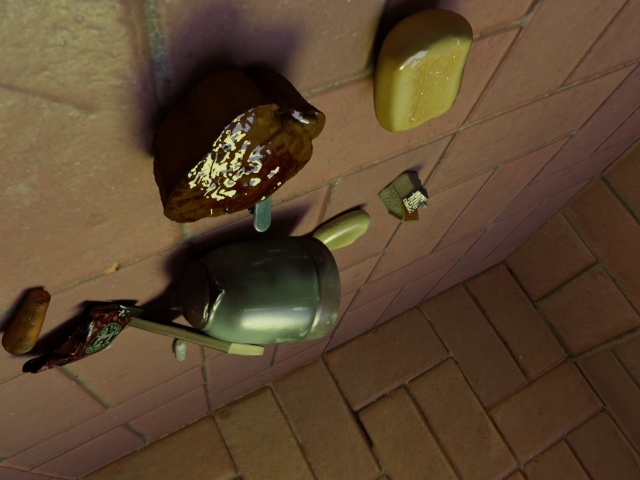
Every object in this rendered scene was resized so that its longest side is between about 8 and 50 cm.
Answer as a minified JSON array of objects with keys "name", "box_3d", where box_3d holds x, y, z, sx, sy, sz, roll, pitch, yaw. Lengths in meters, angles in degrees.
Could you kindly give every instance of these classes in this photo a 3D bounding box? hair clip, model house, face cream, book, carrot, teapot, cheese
[{"name":"hair clip","box_3d":[-0.087,-0.113,0.977,0.039,0.070,0.229,-13,148,-33]},{"name":"model house","box_3d":[0.217,-0.101,1.377,0.101,0.100,0.088,-42,158,30]},{"name":"face cream","box_3d":[-0.401,0.311,1.610,0.034,0.034,0.130,-23,161,-22]},{"name":"book","box_3d":[-0.284,0.219,1.294,0.264,0.027,0.202,11,170,17]},{"name":"carrot","box_3d":[-0.514,0.142,0.987,0.055,0.055,0.161,-6,143,-51]},{"name":"teapot","box_3d":[-0.168,0.112,1.214,0.312,0.233,0.315,1,169,-33]},{"name":"cheese","box_3d":[0.000,0.000,1.394,0.256,0.050,0.127,-22,161,-18]}]

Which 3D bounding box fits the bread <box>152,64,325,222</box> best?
[{"name":"bread","box_3d":[-0.115,-0.120,0.771,0.247,0.135,0.232,-42,158,31]}]

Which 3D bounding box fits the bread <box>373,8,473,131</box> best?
[{"name":"bread","box_3d":[0.146,-0.261,0.860,0.147,0.098,0.217,-26,159,-10]}]

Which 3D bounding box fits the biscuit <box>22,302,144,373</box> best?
[{"name":"biscuit","box_3d":[-0.492,0.206,1.164,0.235,0.063,0.151,-39,172,11]}]
